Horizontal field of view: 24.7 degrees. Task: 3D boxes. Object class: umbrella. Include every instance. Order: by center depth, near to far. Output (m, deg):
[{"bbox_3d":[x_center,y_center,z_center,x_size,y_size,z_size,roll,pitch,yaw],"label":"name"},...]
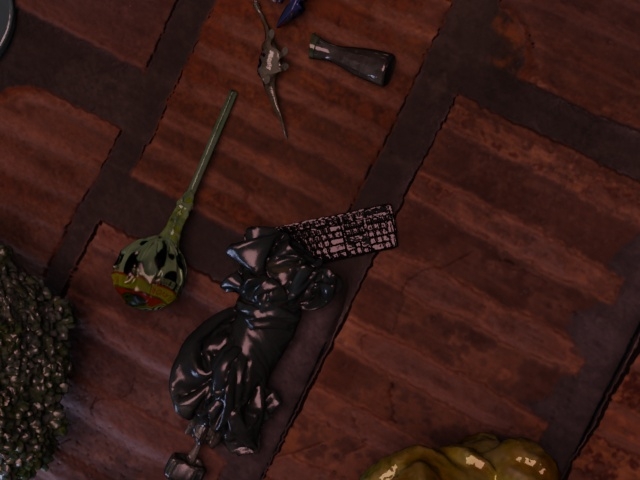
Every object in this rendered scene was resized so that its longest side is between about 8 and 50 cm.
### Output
[{"bbox_3d":[-0.103,0.154,1.815,0.143,0.094,0.349,30,98,14],"label":"umbrella"}]

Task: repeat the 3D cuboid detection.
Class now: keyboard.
[{"bbox_3d":[0.000,0.000,1.839,0.195,0.018,0.060,-13,90,12],"label":"keyboard"}]

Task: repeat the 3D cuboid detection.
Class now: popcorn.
[{"bbox_3d":[0.164,0.354,1.701,0.276,0.276,0.225,-51,44,6],"label":"popcorn"}]

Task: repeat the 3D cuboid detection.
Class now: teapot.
[{"bbox_3d":[0.036,-0.228,1.828,0.110,0.043,0.043,20,92,16],"label":"teapot"}]

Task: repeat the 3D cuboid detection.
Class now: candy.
[{"bbox_3d":[-0.176,-0.055,1.857,0.091,0.083,0.305,22,85,6],"label":"candy"}]

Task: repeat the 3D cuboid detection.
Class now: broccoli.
[{"bbox_3d":[-0.462,0.116,1.803,0.317,0.338,0.277,22,63,32],"label":"broccoli"}]

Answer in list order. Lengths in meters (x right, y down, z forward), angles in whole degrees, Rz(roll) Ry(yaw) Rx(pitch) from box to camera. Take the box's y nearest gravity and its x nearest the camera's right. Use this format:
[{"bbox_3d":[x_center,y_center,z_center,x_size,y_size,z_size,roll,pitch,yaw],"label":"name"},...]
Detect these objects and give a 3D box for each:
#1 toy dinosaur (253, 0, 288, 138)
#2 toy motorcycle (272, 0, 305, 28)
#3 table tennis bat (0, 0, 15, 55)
[{"bbox_3d":[-0.060,-0.220,1.840,0.037,0.058,0.180,-2,85,-11],"label":"toy dinosaur"},{"bbox_3d":[0.007,-0.358,1.823,0.205,0.076,0.114,-32,93,10],"label":"toy motorcycle"},{"bbox_3d":[-0.493,-0.254,1.937,0.153,0.040,0.244,19,88,12],"label":"table tennis bat"}]
